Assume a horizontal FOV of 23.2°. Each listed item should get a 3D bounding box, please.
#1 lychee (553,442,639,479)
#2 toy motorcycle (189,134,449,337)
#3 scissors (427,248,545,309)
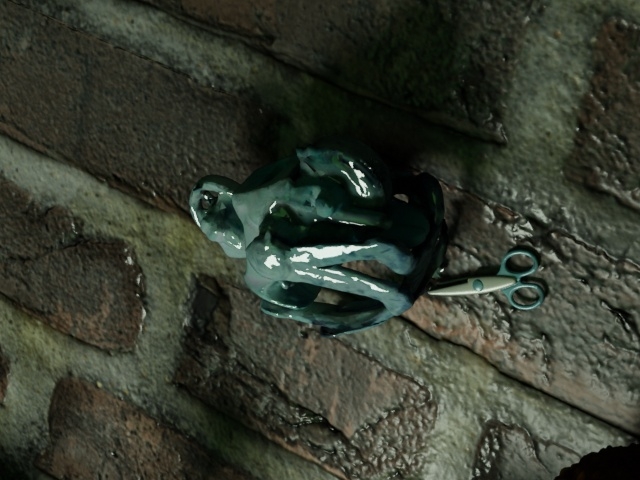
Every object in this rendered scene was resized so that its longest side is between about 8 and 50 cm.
[{"bbox_3d":[0.275,0.262,1.356,0.200,0.200,0.238,17,107,29],"label":"lychee"},{"bbox_3d":[0.000,0.000,1.499,0.260,0.154,0.206,-17,118,46],"label":"toy motorcycle"},{"bbox_3d":[0.155,0.042,1.476,0.119,0.014,0.058,-9,97,33],"label":"scissors"}]
